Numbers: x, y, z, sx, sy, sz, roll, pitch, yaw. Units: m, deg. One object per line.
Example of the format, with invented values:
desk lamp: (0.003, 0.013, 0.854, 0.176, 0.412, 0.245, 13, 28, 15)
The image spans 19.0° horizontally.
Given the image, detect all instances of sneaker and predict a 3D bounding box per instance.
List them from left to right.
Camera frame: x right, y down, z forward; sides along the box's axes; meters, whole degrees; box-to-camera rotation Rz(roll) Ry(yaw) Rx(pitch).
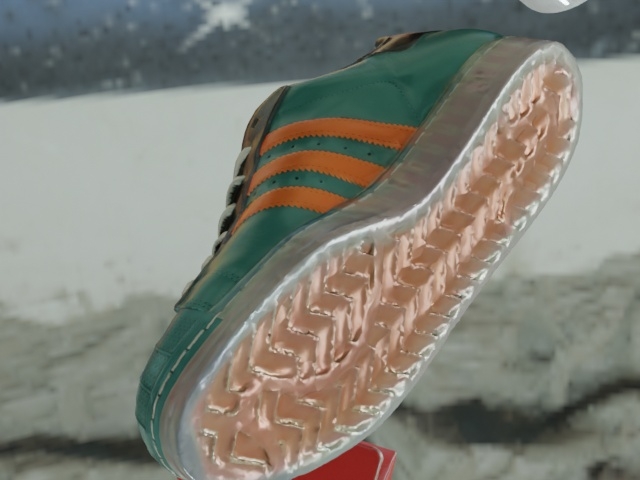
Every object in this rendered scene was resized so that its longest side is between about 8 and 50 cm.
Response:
sneaker: (0.000, 0.000, 0.889, 0.121, 0.108, 0.302, 13, -137, 36)

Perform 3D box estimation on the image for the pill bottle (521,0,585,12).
pill bottle: (0.095, -0.242, 1.192, 0.121, 0.221, 0.121, -31, -139, 31)

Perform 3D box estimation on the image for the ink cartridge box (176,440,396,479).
ink cartridge box: (-0.031, 0.196, 1.296, 0.134, 0.231, 0.078, 17, -150, 8)
